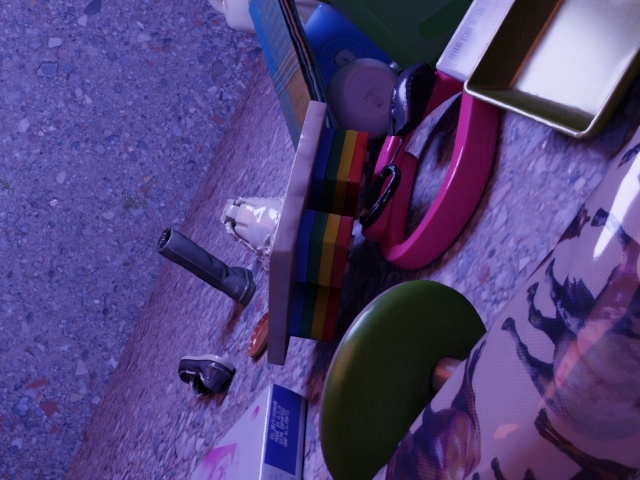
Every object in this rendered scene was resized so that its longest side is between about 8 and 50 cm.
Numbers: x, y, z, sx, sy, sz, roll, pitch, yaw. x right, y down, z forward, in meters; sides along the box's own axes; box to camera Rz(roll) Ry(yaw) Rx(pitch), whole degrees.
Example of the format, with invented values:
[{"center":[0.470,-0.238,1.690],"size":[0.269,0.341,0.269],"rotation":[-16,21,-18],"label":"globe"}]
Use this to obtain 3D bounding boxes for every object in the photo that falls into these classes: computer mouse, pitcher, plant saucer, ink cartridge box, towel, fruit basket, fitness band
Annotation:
[{"center":[0.089,-0.128,1.002],"size":[0.071,0.041,0.242],"rotation":[-24,42,60],"label":"computer mouse"},{"center":[0.081,-0.238,1.262],"size":[0.178,0.125,0.207],"rotation":[-49,5,-2],"label":"pitcher"},{"center":[0.245,-0.192,0.738],"size":[0.188,0.045,0.188],"rotation":[-60,33,9],"label":"plant saucer"},{"center":[-0.132,0.399,0.997],"size":[0.330,0.071,0.324],"rotation":[-52,20,30],"label":"ink cartridge box"},{"center":[-0.031,-0.234,1.258],"size":[0.040,0.370,0.271],"rotation":[-20,6,-9],"label":"towel"},{"center":[0.093,-0.448,1.224],"size":[0.392,0.283,0.392],"rotation":[-36,34,30],"label":"fruit basket"},{"center":[-0.101,0.163,1.355],"size":[0.083,0.013,0.083],"rotation":[-54,18,27],"label":"plant saucer"},{"center":[0.138,-0.096,0.975],"size":[0.209,0.054,0.291],"rotation":[-39,30,49],"label":"fitness band"}]

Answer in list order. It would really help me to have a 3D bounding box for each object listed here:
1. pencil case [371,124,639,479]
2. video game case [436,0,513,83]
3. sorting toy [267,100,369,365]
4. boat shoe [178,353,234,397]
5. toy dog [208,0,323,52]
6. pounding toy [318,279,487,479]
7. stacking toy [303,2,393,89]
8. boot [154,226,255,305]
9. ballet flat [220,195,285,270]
[{"center":[0.184,0.052,0.412],"size":[0.410,0.159,0.183],"rotation":[-58,3,17],"label":"pencil case"},{"center":[0.242,-0.258,0.850],"size":[0.227,0.026,0.206],"rotation":[-59,34,10],"label":"video game case"},{"center":[0.000,0.000,1.040],"size":[0.255,0.089,0.257],"rotation":[96,-176,-52],"label":"sorting toy"},{"center":[-0.229,0.260,1.488],"size":[0.206,0.075,0.065],"rotation":[-24,38,58],"label":"boat shoe"},{"center":[-0.046,-0.655,1.817],"size":[0.408,0.395,0.285],"rotation":[-60,5,40],"label":"toy dog"},{"center":[0.089,0.153,0.591],"size":[0.110,0.183,0.237],"rotation":[13,75,46],"label":"pounding toy"},{"center":[0.066,-0.420,1.463],"size":[0.166,0.175,0.302],"rotation":[-49,21,44],"label":"stacking toy"},{"center":[-0.239,0.048,1.601],"size":[0.076,0.208,0.189],"rotation":[-63,17,-4],"label":"boot"},{"center":[-0.109,-0.023,1.461],"size":[0.147,0.147,0.409],"rotation":[-64,17,-5],"label":"ballet flat"}]
